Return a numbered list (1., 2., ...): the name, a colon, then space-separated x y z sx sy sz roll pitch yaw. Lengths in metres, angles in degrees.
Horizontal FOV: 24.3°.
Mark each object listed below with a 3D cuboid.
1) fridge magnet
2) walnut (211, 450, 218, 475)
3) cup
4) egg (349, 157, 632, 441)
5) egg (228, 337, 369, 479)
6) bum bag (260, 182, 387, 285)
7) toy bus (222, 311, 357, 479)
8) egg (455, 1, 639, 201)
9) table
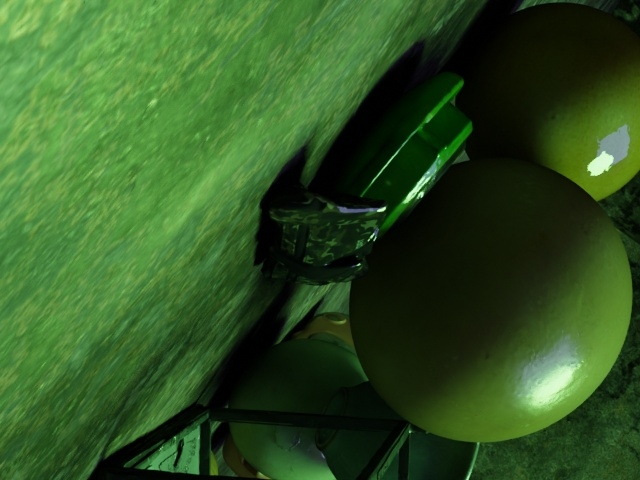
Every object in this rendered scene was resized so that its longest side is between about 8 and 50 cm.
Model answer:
1. fridge magnet: 0.076 -0.079 1.480 0.208 0.088 0.208 -49 178 -2
2. walnut: -0.179 0.330 1.808 0.211 0.087 0.167 -58 176 36
3. cup: 0.076 0.235 1.747 0.199 0.150 0.199 -58 -164 27
4. egg: 0.182 0.063 1.619 0.301 0.301 0.374 -57 165 23
5. egg: -0.017 0.218 1.894 0.186 0.186 0.253 -55 162 12
6. bum bag: 0.001 0.000 1.359 0.248 0.102 0.069 103 1 -76
7. toy bus: -0.020 0.247 2.135 0.288 0.194 0.232 -55 161 18
8. egg: 0.290 -0.166 1.825 0.250 0.250 0.322 -55 -178 10
9. table: -0.046 0.311 1.533 0.335 0.272 0.222 -23 116 -77
